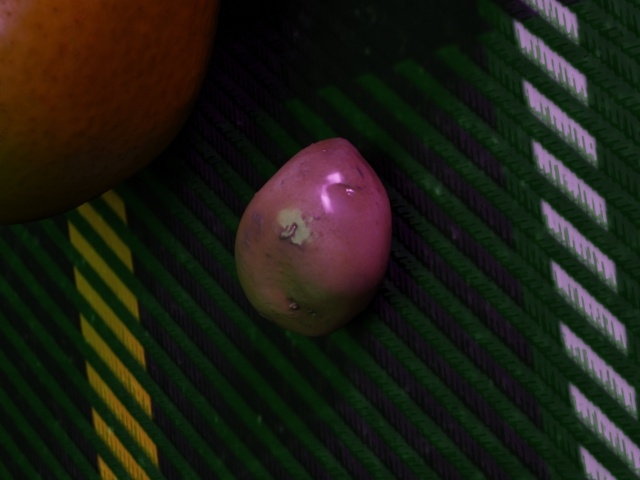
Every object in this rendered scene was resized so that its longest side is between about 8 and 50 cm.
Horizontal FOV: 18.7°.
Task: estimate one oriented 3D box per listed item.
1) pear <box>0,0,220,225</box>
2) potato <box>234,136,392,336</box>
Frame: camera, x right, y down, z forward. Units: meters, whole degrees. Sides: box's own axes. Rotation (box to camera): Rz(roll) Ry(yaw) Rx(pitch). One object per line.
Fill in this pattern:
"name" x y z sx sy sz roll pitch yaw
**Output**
"pear" -0.254 -0.186 1.484 0.418 0.362 0.362 -38 65 33
"potato" 0.000 0.002 1.406 0.112 0.112 0.147 40 127 38
